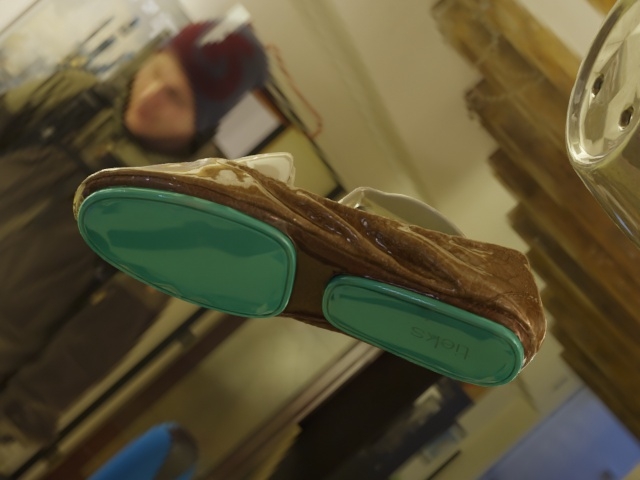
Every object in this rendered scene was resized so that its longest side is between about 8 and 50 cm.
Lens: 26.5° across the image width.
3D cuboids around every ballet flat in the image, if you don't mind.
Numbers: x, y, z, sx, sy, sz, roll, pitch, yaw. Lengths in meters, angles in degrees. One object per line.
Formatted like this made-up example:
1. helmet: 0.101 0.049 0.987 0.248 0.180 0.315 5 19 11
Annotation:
1. ballet flat: 0.000 0.000 0.981 0.342 0.124 0.116 16 -45 3

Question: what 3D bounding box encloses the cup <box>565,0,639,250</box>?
1. cup: 0.339 -0.095 1.083 0.237 0.331 0.331 20 5 -13
